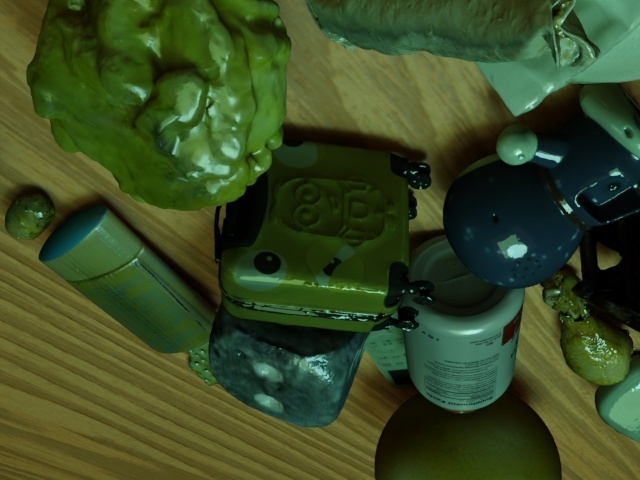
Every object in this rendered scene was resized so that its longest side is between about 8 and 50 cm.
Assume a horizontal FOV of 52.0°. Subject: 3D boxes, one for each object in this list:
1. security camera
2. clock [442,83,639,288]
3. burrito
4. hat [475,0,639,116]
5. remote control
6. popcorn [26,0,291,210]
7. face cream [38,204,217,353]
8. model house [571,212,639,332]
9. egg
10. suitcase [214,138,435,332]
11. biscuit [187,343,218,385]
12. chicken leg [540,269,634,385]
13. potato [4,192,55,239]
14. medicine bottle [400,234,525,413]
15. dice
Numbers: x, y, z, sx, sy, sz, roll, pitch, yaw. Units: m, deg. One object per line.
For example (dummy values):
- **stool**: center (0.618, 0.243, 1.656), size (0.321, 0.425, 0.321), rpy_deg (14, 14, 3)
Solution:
- **security camera**: center (0.579, 0.209, 1.047), size (0.157, 0.080, 0.302), rpy_deg (32, 122, -1)
- **clock**: center (0.244, -0.051, 0.705), size (0.199, 0.147, 0.243), rpy_deg (30, 126, -35)
- **burrito**: center (0.090, -0.177, 0.517), size (0.275, 0.059, 0.082), rpy_deg (26, 169, 49)
- **hat**: center (0.254, -0.241, 0.490), size (0.301, 0.168, 0.258), rpy_deg (-15, 167, -16)
- **remote control**: center (0.111, 0.156, 1.037), size (0.090, 0.038, 0.310), rpy_deg (-12, 139, 17)
- **popcorn**: center (-0.135, -0.156, 0.582), size (0.233, 0.192, 0.266), rpy_deg (-6, 118, 33)
- **face cream**: center (-0.263, 0.064, 0.921), size (0.139, 0.067, 0.285), rpy_deg (-16, 138, 20)
- **model house**: center (0.494, 0.085, 0.739), size (0.317, 0.283, 0.297), rpy_deg (28, 134, -27)
- **egg**: center (0.244, 0.380, 1.099), size (0.351, 0.283, 0.282), rpy_deg (9, 145, -42)
- **suitcase**: center (0.000, 0.000, 0.734), size (0.234, 0.194, 0.143), rpy_deg (7, 150, -4)
- **biscuit**: center (-0.146, 0.191, 1.109), size (0.203, 0.016, 0.144), rpy_deg (-19, 136, 22)
- **chicken leg**: center (0.384, 0.130, 0.959), size (0.107, 0.087, 0.251), rpy_deg (-16, 132, 33)
- **potato**: center (-0.369, -0.031, 0.833), size (0.083, 0.040, 0.051), rpy_deg (-33, 116, 34)
- **medicine bottle**: center (0.194, 0.134, 0.912), size (0.156, 0.157, 0.289), rpy_deg (-4, 140, 8)
- **dice**: center (-0.032, 0.119, 0.857), size (0.181, 0.182, 0.183), rpy_deg (20, 141, 11)
